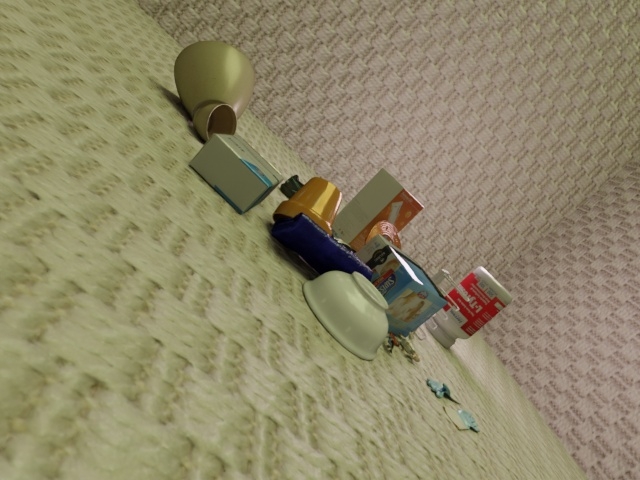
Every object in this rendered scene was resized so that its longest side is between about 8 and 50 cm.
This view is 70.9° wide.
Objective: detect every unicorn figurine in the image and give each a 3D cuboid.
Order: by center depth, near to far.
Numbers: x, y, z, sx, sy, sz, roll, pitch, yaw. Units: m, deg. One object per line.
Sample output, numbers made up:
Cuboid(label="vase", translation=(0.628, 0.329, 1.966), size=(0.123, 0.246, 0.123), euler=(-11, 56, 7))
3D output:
Cuboid(label="unicorn figurine", translation=(0.314, 0.371, 1.605), size=(0.111, 0.060, 0.162), euler=(38, 30, -35))

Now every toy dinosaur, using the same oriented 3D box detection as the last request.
Cuboid(label="toy dinosaur", translation=(0.233, 0.324, 1.449), size=(0.047, 0.090, 0.082), euler=(57, 39, -21))

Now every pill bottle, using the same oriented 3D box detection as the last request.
Cuboid(label="pill bottle", translation=(0.732, 0.343, 2.254), size=(0.229, 0.408, 0.229), euler=(42, 11, -10))

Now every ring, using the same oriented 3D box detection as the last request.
Cuboid(label="ring", translation=(0.257, 0.083, 1.901), size=(0.032, 0.337, 0.336), euler=(2, -19, 37))

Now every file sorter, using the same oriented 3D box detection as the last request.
Cuboid(label="file sorter", translation=(0.503, 0.284, 1.995), size=(0.173, 0.277, 0.193), euler=(51, 13, 19))

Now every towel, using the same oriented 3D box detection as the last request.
Cuboid(label="towel", translation=(-0.003, 0.039, 1.412), size=(0.308, 0.076, 0.227), euler=(39, -18, -18))

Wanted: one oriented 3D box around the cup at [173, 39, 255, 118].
Cuboid(label="cup", translation=(-0.426, -0.588, 1.813), size=(0.331, 0.331, 0.237), euler=(32, 41, -47))

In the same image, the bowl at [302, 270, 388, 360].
Cuboid(label="bowl", translation=(0.099, 0.184, 1.289), size=(0.298, 0.134, 0.298), euler=(42, 11, -10))

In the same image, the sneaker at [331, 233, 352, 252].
Cuboid(label="sneaker", translation=(0.000, 0.000, 1.746), size=(0.279, 0.107, 0.118), euler=(41, -7, -35))

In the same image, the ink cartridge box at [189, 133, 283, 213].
Cuboid(label="ink cartridge box", translation=(-0.259, -0.225, 1.467), size=(0.223, 0.129, 0.307), euler=(44, 12, -5))

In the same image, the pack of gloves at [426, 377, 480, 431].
Cuboid(label="pack of gloves", translation=(0.458, 0.544, 1.513), size=(0.232, 0.046, 0.195), euler=(32, 16, -47))

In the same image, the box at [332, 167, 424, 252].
Cuboid(label="box", translation=(0.250, -0.112, 2.000), size=(0.215, 0.345, 0.168), euler=(30, 19, -48))

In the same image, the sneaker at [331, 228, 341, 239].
Cuboid(label="sneaker", translation=(0.065, -0.050, 2.153), size=(0.094, 0.080, 0.212), euler=(61, 15, 16))

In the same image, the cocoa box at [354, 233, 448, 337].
Cuboid(label="cocoa box", translation=(0.261, 0.176, 1.625), size=(0.347, 0.231, 0.228), euler=(30, 22, -50))

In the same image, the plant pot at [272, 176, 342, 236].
Cuboid(label="plant pot", translation=(-0.027, -0.103, 1.512), size=(0.205, 0.188, 0.205), euler=(29, -18, 10))

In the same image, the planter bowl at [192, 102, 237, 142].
Cuboid(label="planter bowl", translation=(-0.409, -0.440, 1.690), size=(0.109, 0.162, 0.162), euler=(20, 0, 26))

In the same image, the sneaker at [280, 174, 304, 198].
Cuboid(label="sneaker", translation=(-0.064, -0.190, 2.098), size=(0.267, 0.106, 0.101), euler=(44, 10, -12))

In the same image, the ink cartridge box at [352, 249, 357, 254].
Cuboid(label="ink cartridge box", translation=(0.147, 0.076, 2.008), size=(0.165, 0.065, 0.332), euler=(45, 13, 5))
